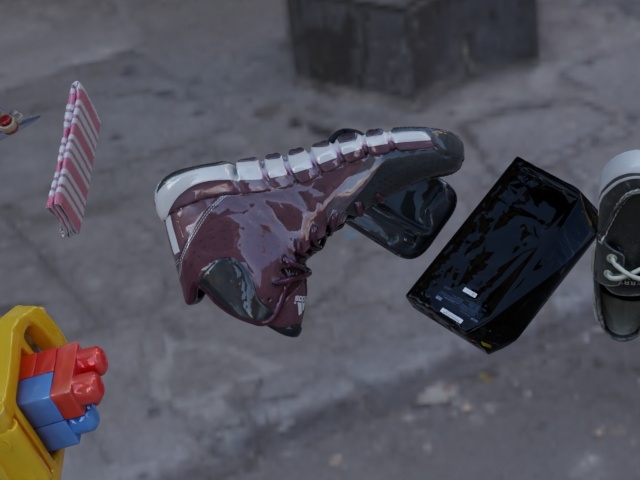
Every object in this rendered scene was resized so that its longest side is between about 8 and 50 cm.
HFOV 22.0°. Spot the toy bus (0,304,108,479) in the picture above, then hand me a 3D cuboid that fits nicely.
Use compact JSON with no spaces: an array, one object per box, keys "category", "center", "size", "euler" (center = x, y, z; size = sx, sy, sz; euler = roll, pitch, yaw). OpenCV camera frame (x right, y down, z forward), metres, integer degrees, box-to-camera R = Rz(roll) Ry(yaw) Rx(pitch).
[{"category":"toy bus","center":[-0.270,0.123,1.371],"size":[0.211,0.149,0.220],"euler":[-19,37,10]}]

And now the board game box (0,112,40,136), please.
[{"category":"board game box","center":[-0.409,-0.121,1.918],"size":[0.169,0.033,0.133],"euler":[-29,4,-9]}]

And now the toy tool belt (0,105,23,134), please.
[{"category":"toy tool belt","center":[-0.363,-0.145,1.763],"size":[0.083,0.051,0.052],"euler":[27,70,32]}]

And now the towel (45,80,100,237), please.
[{"category":"towel","center":[-0.355,-0.115,2.350],"size":[0.029,0.144,0.197],"euler":[7,72,5]}]

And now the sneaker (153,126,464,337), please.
[{"category":"sneaker","center":[0.000,0.000,1.459],"size":[0.281,0.162,0.106],"euler":[-11,-10,9]}]

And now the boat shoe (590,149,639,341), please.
[{"category":"boat shoe","center":[0.253,0.009,1.297],"size":[0.078,0.219,0.070],"euler":[8,61,11]}]

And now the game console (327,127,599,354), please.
[{"category":"game console","center":[0.133,-0.033,1.913],"size":[0.361,0.044,0.213],"euler":[33,77,32]}]
